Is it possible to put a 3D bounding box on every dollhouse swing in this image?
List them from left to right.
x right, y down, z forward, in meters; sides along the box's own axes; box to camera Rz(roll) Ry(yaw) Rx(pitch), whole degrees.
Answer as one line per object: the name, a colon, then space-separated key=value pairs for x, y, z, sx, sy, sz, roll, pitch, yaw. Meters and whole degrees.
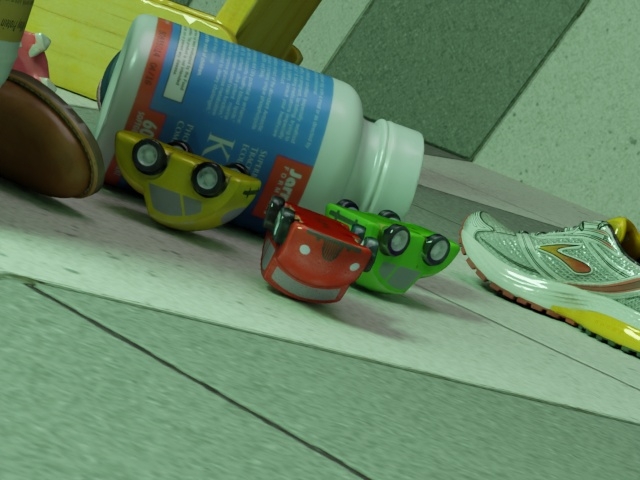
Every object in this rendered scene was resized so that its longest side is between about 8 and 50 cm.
dollhouse swing: x=-0.146 y=-0.291 z=2.014 sx=0.315 sy=0.305 sz=0.347 roll=21 pitch=8 yaw=10

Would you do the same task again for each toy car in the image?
toy car: x=0.000 y=0.000 z=1.187 sx=0.225 sy=0.053 sz=0.239 roll=14 pitch=10 yaw=-43

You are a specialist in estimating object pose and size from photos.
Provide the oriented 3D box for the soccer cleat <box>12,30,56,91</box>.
soccer cleat: x=-0.293 y=-0.125 z=1.318 sx=0.095 sy=0.083 sz=0.248 roll=-11 pitch=-5 yaw=31

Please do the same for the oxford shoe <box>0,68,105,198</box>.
oxford shoe: x=-0.227 y=-0.071 z=1.137 sx=0.212 sy=0.076 sz=0.076 roll=25 pitch=39 yaw=24

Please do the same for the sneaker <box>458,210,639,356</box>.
sneaker: x=0.210 y=0.020 z=1.445 sx=0.225 sy=0.093 sz=0.088 roll=23 pitch=8 yaw=33

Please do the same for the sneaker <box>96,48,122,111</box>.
sneaker: x=-0.141 y=-0.109 z=1.532 sx=0.131 sy=0.112 sz=0.319 roll=4 pitch=0 yaw=15

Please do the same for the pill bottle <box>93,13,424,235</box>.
pill bottle: x=-0.044 y=-0.069 z=1.307 sx=0.221 sy=0.124 sz=0.124 roll=18 pitch=7 yaw=-10

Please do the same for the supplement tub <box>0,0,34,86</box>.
supplement tub: x=-0.248 y=-0.204 z=0.987 sx=0.228 sy=0.316 sz=0.228 roll=19 pitch=7 yaw=-2
